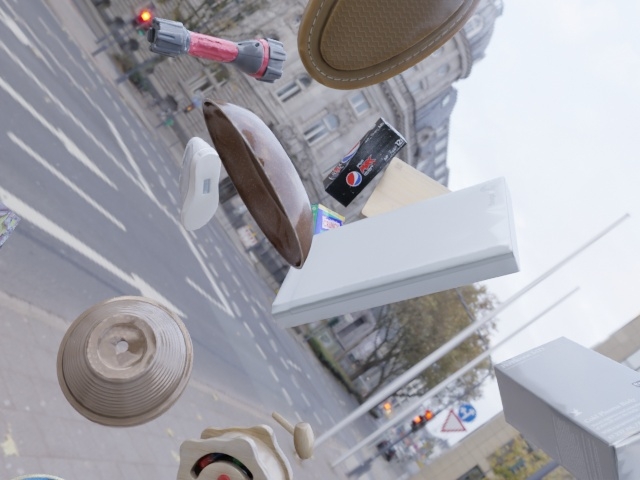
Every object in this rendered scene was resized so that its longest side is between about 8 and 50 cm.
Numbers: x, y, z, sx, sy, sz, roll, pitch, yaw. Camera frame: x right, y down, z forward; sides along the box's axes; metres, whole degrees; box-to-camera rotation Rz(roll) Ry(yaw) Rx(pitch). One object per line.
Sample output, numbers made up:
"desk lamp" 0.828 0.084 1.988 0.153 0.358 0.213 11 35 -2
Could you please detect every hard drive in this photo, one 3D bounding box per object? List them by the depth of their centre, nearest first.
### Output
"hard drive" 0.099 0.014 0.779 0.040 0.307 0.203 63 25 -22

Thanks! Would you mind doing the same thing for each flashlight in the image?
"flashlight" -0.233 -0.439 1.349 0.103 0.304 0.103 -48 -132 45

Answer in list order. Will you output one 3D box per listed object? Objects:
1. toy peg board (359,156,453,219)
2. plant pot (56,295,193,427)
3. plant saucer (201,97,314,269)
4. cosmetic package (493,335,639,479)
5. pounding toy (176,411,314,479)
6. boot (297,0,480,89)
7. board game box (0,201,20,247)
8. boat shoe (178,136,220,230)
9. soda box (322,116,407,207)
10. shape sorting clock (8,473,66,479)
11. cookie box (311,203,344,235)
"toy peg board" 0.166 -0.048 1.133 0.161 0.161 0.079 32 -32 1
"plant pot" -0.342 0.200 1.029 0.237 0.237 0.110 55 -24 13
"plant saucer" -0.059 -0.063 0.610 0.199 0.036 0.199 53 -14 19
"cosmetic package" 0.337 0.217 0.736 0.238 0.127 0.107 -147 -141 -70
"pounding toy" -0.121 0.420 1.099 0.155 0.269 0.154 -8 87 -64
"boot" 0.051 -0.261 0.485 0.109 0.283 0.220 29 9 -34
"board game box" -0.783 -0.002 1.316 0.056 0.208 0.347 35 -15 -10
"boat shoe" -0.219 -0.097 1.021 0.063 0.066 0.184 53 -32 30
"soda box" 0.080 -0.146 1.098 0.060 0.169 0.053 38 16 -19
"shape sorting clock" -0.597 0.577 1.224 0.206 0.206 0.040 58 -6 -25
"cookie box" 0.000 0.000 1.020 0.092 0.040 0.107 23 69 -54
